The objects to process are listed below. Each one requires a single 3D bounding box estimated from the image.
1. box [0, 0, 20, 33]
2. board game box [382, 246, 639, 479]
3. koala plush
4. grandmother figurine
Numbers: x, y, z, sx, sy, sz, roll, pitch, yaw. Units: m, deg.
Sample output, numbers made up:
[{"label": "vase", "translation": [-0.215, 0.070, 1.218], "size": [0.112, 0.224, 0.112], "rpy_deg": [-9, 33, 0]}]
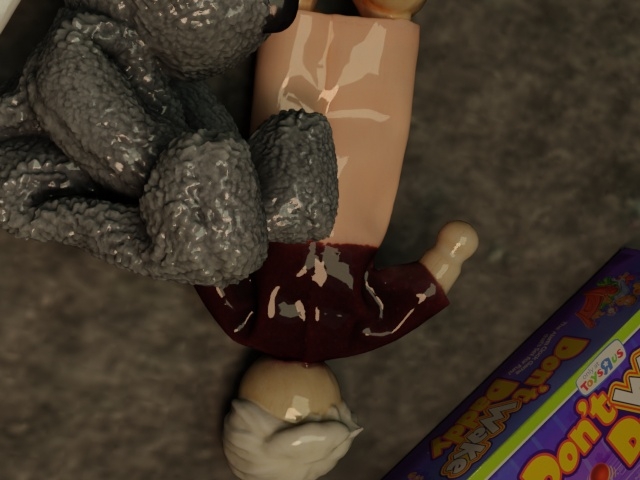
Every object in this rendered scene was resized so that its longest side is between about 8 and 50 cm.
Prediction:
[{"label": "box", "translation": [-0.200, -0.213, 0.674], "size": [0.130, 0.091, 0.170], "rpy_deg": [33, 82, -26]}, {"label": "board game box", "translation": [0.192, 0.206, 0.932], "size": [0.347, 0.078, 0.233], "rpy_deg": [-41, 112, -16]}, {"label": "koala plush", "translation": [-0.091, -0.112, 0.659], "size": [0.203, 0.196, 0.221], "rpy_deg": [12, 103, 14]}, {"label": "grandmother figurine", "translation": [0.000, 0.000, 0.805], "size": [0.208, 0.104, 0.342], "rpy_deg": [10, 95, 0]}]
